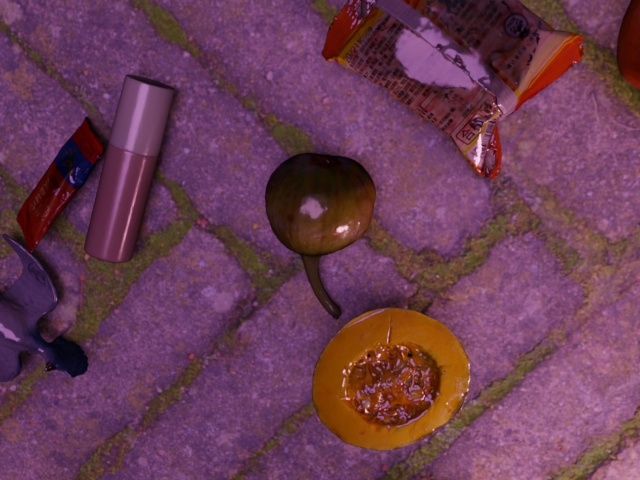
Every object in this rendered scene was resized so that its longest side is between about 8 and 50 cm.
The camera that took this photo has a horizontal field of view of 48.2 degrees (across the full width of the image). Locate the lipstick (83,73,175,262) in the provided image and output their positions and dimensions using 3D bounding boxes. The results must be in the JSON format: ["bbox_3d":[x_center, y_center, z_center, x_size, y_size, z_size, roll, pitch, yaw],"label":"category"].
[{"bbox_3d":[-0.268,-0.098,0.998,0.070,0.070,0.254,19,104,3],"label":"lipstick"}]

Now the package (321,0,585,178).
[{"bbox_3d":[0.170,-0.242,0.880,0.288,0.108,0.223,36,101,-7],"label":"package"}]

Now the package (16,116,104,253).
[{"bbox_3d":[-0.376,-0.079,1.025,0.200,0.022,0.083,-51,55,15],"label":"package"}]

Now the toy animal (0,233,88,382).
[{"bbox_3d":[-0.473,0.125,1.076,0.255,0.176,0.239,44,104,33],"label":"toy animal"}]

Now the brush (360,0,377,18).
[{"bbox_3d":[0.060,-0.372,0.910,0.039,0.042,0.299,11,107,34],"label":"brush"}]

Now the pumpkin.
[{"bbox_3d":[0.092,0.182,1.000,0.217,0.110,0.217,-1,103,-5],"label":"pumpkin"}]

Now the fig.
[{"bbox_3d":[0.000,0.000,0.975,0.149,0.149,0.245,6,122,7],"label":"fig"}]

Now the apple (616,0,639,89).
[{"bbox_3d":[0.451,-0.233,0.792,0.218,0.218,0.201,31,113,1],"label":"apple"}]
